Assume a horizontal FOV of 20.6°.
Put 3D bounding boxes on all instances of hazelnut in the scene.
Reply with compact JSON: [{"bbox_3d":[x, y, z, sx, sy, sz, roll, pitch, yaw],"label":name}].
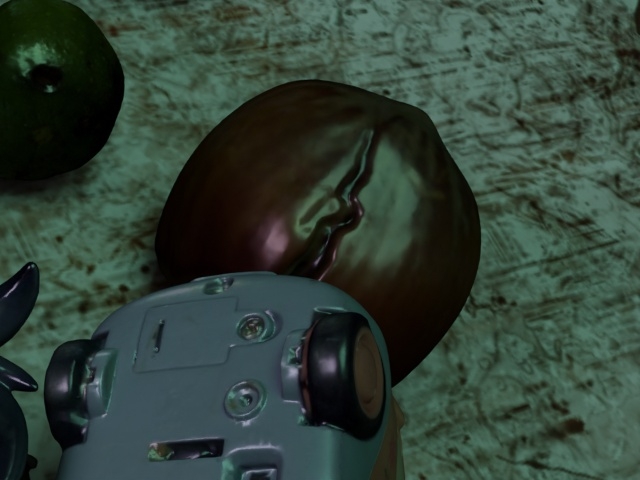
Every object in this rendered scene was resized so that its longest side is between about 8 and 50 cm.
[{"bbox_3d":[-0.001,0.000,1.189,0.212,0.181,0.181,40,45,3],"label":"hazelnut"}]

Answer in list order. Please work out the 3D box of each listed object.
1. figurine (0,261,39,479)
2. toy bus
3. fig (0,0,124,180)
[{"bbox_3d":[-0.273,0.088,0.981,0.265,0.197,0.175,6,39,-17],"label":"figurine"},{"bbox_3d":[-0.038,0.175,1.012,0.232,0.194,0.288,54,34,-49],"label":"toy bus"},{"bbox_3d":[-0.202,-0.120,1.220,0.123,0.123,0.156,5,38,-27],"label":"fig"}]
